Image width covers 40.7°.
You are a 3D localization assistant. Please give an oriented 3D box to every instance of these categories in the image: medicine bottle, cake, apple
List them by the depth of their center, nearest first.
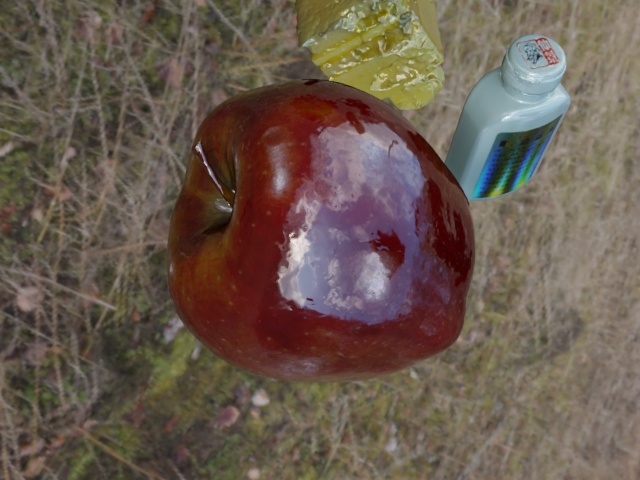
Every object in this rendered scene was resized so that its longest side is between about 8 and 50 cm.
[{"bbox_3d":[0.000,0.000,0.846,0.317,0.288,0.288,25,85,-40],"label":"apple"},{"bbox_3d":[0.224,-0.141,1.020,0.121,0.083,0.229,-18,154,-14],"label":"medicine bottle"},{"bbox_3d":[0.115,-0.402,1.712,0.286,0.223,0.227,43,34,-42],"label":"cake"}]
